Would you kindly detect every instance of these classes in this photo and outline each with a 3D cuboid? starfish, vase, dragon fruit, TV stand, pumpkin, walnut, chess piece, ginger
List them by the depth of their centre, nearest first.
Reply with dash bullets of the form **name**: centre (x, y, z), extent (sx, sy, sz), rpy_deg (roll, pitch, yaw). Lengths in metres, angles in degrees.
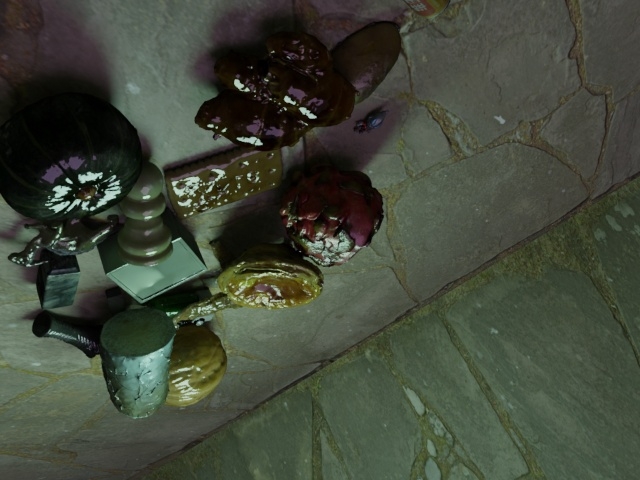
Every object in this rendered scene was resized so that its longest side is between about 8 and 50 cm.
- **pumpkin**: centre (-0.516, -0.168, 1.249), extent (0.300, 0.207, 0.300), rpy_deg (-33, 163, -12)
- **ginger**: centre (-0.103, -0.321, 1.370), extent (0.357, 0.152, 0.274), rpy_deg (-20, 152, 11)
- **chess piece**: centre (-0.441, -0.079, 1.510), extent (0.144, 0.144, 0.251), rpy_deg (-12, 127, -27)
- **dragon fruit**: centre (0.012, -0.105, 1.796), extent (0.263, 0.296, 0.314), rpy_deg (30, 136, -20)
- **vase**: centre (-0.791, 0.292, 1.926), extent (0.115, 0.115, 0.237), rpy_deg (-31, 149, 9)
- **TV stand**: centre (-0.662, 0.233, 1.993), extent (0.049, 0.040, 0.256), rpy_deg (-16, 151, -19)
- **starfish**: centre (-0.284, 0.136, 2.042), extent (0.432, 0.082, 0.324), rpy_deg (-7, 131, -39)
- **walnut**: centre (-0.505, 0.470, 2.289), extent (0.333, 0.333, 0.333), rpy_deg (-21, 153, -12)

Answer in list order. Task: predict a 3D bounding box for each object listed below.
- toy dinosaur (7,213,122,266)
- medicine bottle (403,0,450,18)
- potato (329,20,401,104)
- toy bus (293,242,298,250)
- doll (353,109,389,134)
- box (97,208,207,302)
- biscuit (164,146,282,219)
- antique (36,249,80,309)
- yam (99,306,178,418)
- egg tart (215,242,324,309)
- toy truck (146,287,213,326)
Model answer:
- **toy dinosaur**: centre (-0.637, -0.014, 1.545), extent (0.294, 0.077, 0.162), rpy_deg (-9, 149, -25)
- **medicine bottle**: centre (0.136, -0.576, 1.214), extent (0.108, 0.108, 0.426), rpy_deg (-40, 151, 25)
- **potato**: centre (0.091, -0.413, 1.464), extent (0.261, 0.100, 0.120), rpy_deg (-39, 151, 22)
- **toy bus**: centre (0.000, 0.000, 2.146), extent (0.203, 0.063, 0.090), rpy_deg (-8, 142, -36)
- **doll**: centre (0.147, -0.335, 1.720), extent (0.114, 0.039, 0.057), rpy_deg (-30, 121, 30)
- **box**: centre (-0.476, 0.044, 1.744), extent (0.225, 0.117, 0.225), rpy_deg (-26, 152, -3)
- **biscuit**: centre (-0.255, -0.163, 1.660), extent (0.325, 0.044, 0.217), rpy_deg (-20, 154, -14)
- **antique**: centre (-0.717, 0.101, 1.661), extent (0.086, 0.088, 0.183), rpy_deg (-8, 148, -35)
- **yam**: centre (-0.589, 0.395, 1.969), extent (0.241, 0.241, 0.348), rpy_deg (-11, 133, -28)
- **egg tart**: centre (-0.155, 0.106, 1.919), extent (0.352, 0.150, 0.352), rpy_deg (2, 152, 1)
- **toy truck**: centre (-0.481, 0.232, 2.090), extent (0.242, 0.101, 0.125), rpy_deg (-5, 143, -37)
